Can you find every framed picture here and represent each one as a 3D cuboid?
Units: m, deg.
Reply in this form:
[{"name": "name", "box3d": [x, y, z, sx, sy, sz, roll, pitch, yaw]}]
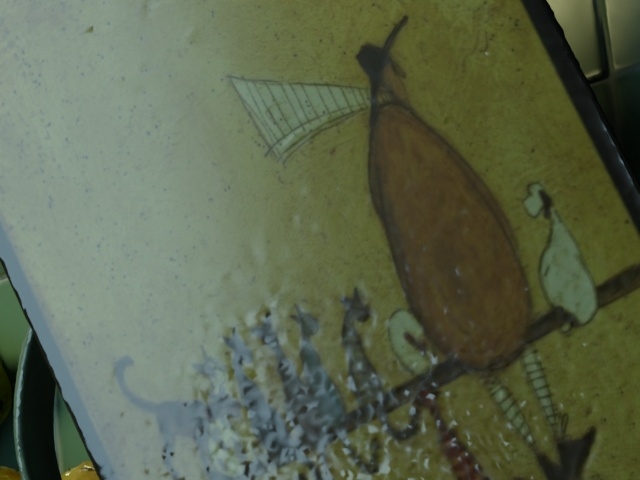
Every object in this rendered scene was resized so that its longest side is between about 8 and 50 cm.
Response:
[{"name": "framed picture", "box3d": [0.000, 0.000, 0.807, 0.255, 0.014, 0.339, -26, 82, 8]}]

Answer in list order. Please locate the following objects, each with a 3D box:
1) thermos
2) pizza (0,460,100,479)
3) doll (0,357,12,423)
[{"name": "thermos", "box3d": [-0.061, 0.034, 0.901, 0.182, 0.145, 0.287, 2, 86, 32]}, {"name": "pizza", "box3d": [-0.216, 0.185, 0.985, 0.188, 0.081, 0.204, 8, 56, 20]}, {"name": "doll", "box3d": [-0.247, 0.105, 1.111, 0.207, 0.081, 0.129, -30, 77, 34]}]
